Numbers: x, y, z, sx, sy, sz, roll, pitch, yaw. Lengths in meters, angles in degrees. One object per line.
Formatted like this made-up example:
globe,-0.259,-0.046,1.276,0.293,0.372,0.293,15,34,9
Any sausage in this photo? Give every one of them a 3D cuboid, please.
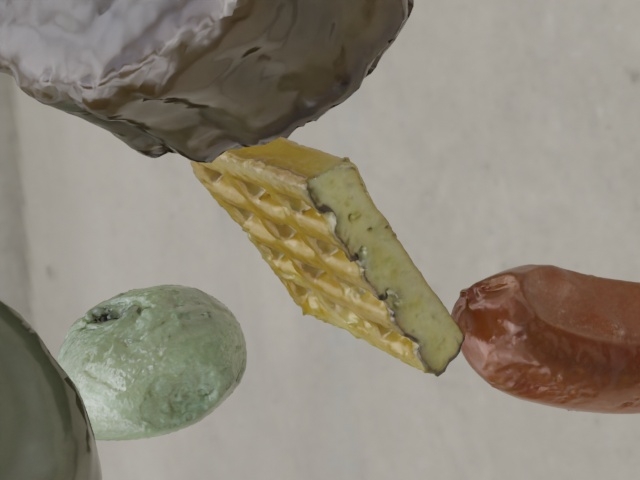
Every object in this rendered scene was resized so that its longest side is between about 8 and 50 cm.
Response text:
sausage,0.243,0.098,1.648,0.133,0.258,0.133,-170,90,-69

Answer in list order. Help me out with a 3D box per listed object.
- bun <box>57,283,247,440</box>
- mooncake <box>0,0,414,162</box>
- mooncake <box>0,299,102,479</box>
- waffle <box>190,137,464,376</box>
bun,-0.175,0.114,1.767,0.221,0.221,0.108,28,134,60
mooncake,-0.088,-0.216,1.233,0.324,0.187,0.324,-15,63,32
mooncake,-0.279,0.163,1.181,0.135,0.275,0.275,89,156,-49
waffle,0.000,0.000,1.562,0.221,0.055,0.248,24,155,52
